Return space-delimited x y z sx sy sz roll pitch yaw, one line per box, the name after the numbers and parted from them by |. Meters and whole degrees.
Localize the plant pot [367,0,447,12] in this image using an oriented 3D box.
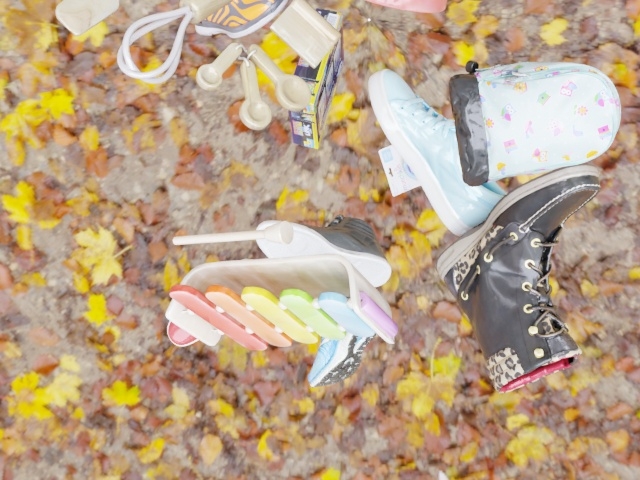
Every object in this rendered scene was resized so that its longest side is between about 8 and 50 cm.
0.188 -0.680 1.716 0.274 0.275 0.243 12 120 0 | plant pot

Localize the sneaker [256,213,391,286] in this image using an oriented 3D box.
0.000 0.000 1.568 0.295 0.147 0.105 17 120 -17 | sneaker

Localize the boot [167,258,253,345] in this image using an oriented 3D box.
-0.227 0.132 1.528 0.244 0.176 0.088 -42 92 3 | boot

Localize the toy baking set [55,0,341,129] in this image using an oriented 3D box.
-0.095 -0.210 0.686 0.256 0.030 0.197 18 64 -22 | toy baking set

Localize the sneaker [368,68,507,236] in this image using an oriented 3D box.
0.239 -0.196 1.452 0.150 0.135 0.366 -33 92 32 | sneaker

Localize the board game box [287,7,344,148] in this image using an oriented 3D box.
-0.006 -0.254 1.193 0.048 0.141 0.170 14 70 7 | board game box

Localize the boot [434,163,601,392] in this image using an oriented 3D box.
0.370 0.072 1.287 0.138 0.284 0.377 3 148 -37 | boot

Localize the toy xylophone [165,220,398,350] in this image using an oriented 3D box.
-0.069 0.071 0.993 0.322 0.081 0.236 -10 146 37 | toy xylophone

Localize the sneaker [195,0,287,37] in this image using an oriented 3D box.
-0.222 -0.549 1.647 0.125 0.321 0.180 -55 130 -25 | sneaker

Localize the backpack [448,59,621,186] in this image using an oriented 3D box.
0.247 -0.137 0.866 0.181 0.115 0.152 -8 110 9 | backpack

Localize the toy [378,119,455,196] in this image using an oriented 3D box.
0.266 -0.187 1.718 0.237 0.056 0.137 -24 126 -1 | toy

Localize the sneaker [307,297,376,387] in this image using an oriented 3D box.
0.025 0.146 1.079 0.063 0.073 0.162 1 130 -42 | sneaker
